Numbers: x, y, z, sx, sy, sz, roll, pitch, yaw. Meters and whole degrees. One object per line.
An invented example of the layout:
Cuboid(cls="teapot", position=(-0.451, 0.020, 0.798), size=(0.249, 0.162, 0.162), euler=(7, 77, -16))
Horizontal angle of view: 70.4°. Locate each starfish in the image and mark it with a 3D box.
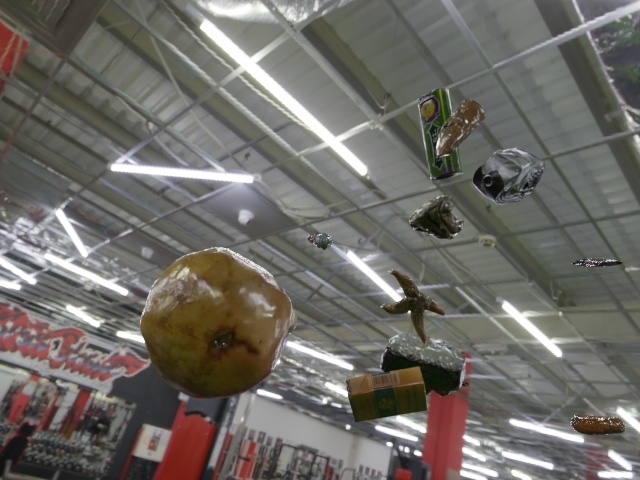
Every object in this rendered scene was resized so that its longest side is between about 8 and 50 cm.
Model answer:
Cuboid(cls="starfish", position=(0.279, 0.206, 1.431), size=(0.247, 0.138, 0.050), euler=(39, -14, -10))

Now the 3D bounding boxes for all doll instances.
Cuboid(cls="doll", position=(0.000, 0.000, 2.057), size=(0.094, 0.079, 0.180), euler=(-6, 10, -28))

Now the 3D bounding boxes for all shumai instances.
Cuboid(cls="shumai", position=(0.513, -0.074, 2.006), size=(0.218, 0.185, 0.184), euler=(-27, -35, 15))

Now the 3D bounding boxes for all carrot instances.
Cuboid(cls="carrot", position=(0.431, -0.341, 1.439), size=(0.101, 0.263, 0.102), euler=(29, -30, 18))
Cuboid(cls="carrot", position=(0.827, 0.553, 1.358), size=(0.060, 0.060, 0.186), euler=(19, -21, -6))

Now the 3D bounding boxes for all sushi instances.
Cuboid(cls="sushi", position=(0.413, 0.485, 1.773), size=(0.343, 0.196, 0.182), euler=(13, -58, 17))

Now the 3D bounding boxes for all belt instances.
Cuboid(cls="belt", position=(0.672, -0.218, 1.595), size=(0.289, 0.164, 0.184), euler=(-12, -42, -40))

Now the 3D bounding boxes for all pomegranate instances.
Cuboid(cls="pomegranate", position=(-0.275, 0.204, 1.184), size=(0.409, 0.410, 0.410), euler=(13, -27, 7))

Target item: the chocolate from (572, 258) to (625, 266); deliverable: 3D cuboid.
Cuboid(cls="chocolate", position=(0.977, 0.080, 1.592), size=(0.182, 0.028, 0.086), euler=(-1, 5, -24))

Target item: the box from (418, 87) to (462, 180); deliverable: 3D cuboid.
Cuboid(cls="box", position=(0.483, -0.420, 1.827), size=(0.097, 0.346, 0.134), euler=(-6, -4, -33))

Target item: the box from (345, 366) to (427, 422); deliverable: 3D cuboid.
Cuboid(cls="box", position=(0.207, 0.485, 1.423), size=(0.237, 0.070, 0.152), euler=(-11, -54, 6))

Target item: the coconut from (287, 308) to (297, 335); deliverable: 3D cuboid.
Cuboid(cls="coconut", position=(-0.151, 0.345, 1.925), size=(0.110, 0.125, 0.110), euler=(-15, -15, -4))
